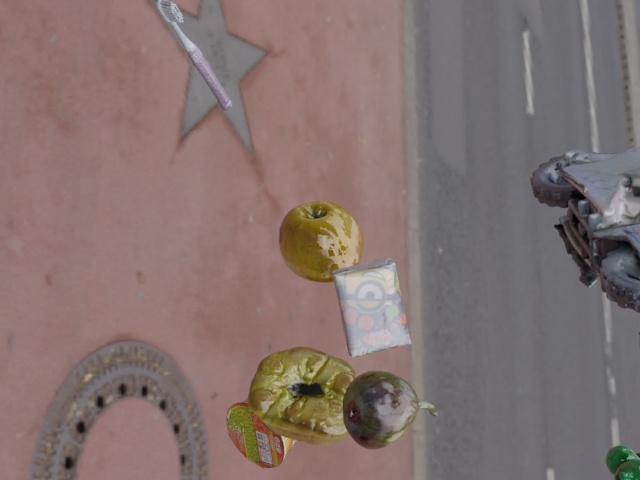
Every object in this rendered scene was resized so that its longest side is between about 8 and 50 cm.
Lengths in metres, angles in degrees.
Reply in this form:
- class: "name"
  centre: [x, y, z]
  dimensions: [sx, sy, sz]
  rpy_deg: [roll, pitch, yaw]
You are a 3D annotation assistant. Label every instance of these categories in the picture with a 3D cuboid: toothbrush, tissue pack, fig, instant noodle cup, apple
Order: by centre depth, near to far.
- class: "tissue pack"
  centre: [0.085, 0.113, 1.530]
  dimensions: [0.060, 0.109, 0.148]
  rpy_deg: [-141, -140, -82]
- class: "toothbrush"
  centre: [-0.204, -0.307, 1.534]
  dimensions: [0.024, 0.029, 0.354]
  rpy_deg: [-62, 161, -12]
- class: "fig"
  centre: [0.155, 0.324, 1.738]
  dimensions: [0.245, 0.149, 0.149]
  rpy_deg: [6, 77, -38]
- class: "apple"
  centre: [0.000, 0.000, 1.908]
  dimensions: [0.182, 0.182, 0.155]
  rpy_deg: [-48, 136, -55]
- class: "instant noodle cup"
  centre: [-0.100, 0.432, 2.264]
  dimensions: [0.212, 0.193, 0.193]
  rpy_deg: [-34, 114, -45]

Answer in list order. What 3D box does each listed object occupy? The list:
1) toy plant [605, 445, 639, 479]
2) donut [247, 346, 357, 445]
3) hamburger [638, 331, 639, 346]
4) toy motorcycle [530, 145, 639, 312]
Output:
- class: "toy plant"
  centre: [0.569, 0.424, 1.600]
  dimensions: [0.200, 0.105, 0.143]
  rpy_deg: [34, 16, -38]
- class: "donut"
  centre: [-0.029, 0.358, 2.081]
  dimensions: [0.128, 0.261, 0.208]
  rpy_deg: [84, 29, -54]
- class: "hamburger"
  centre: [0.586, 0.176, 1.310]
  dimensions: [0.286, 0.243, 0.146]
  rpy_deg: [45, 71, -23]
- class: "toy motorcycle"
  centre: [0.302, -0.029, 0.753]
  dimensions: [0.108, 0.204, 0.239]
  rpy_deg: [78, 0, -45]
